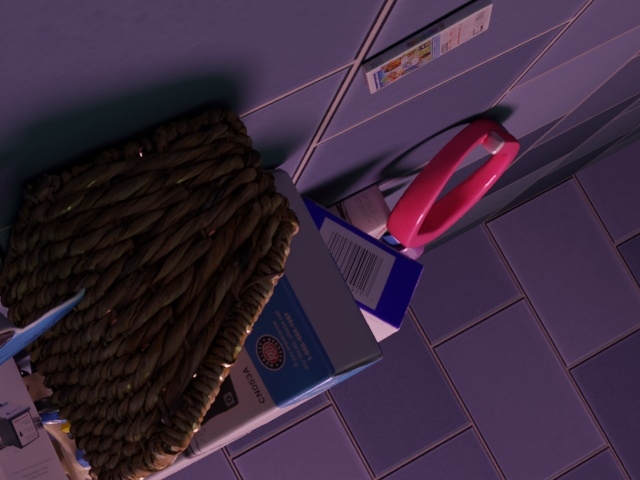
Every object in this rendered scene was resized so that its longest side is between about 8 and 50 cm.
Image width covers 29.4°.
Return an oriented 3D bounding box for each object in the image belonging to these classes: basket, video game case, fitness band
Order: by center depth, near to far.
[{"bbox_3d":[-0.115,0.055,0.993,0.213,0.223,0.299,-26,172,-25],"label":"basket"},{"bbox_3d":[0.093,-0.170,1.067,0.122,0.011,0.087,-29,174,2],"label":"video game case"},{"bbox_3d":[0.190,-0.078,1.722,0.209,0.054,0.291,-50,167,15],"label":"fitness band"}]

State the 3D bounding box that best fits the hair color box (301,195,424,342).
[{"bbox_3d":[-0.024,0.079,1.641,0.339,0.185,0.110,-40,-158,59],"label":"hair color box"}]

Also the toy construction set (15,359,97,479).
[{"bbox_3d":[-0.280,0.201,1.520,0.215,0.151,0.327,7,144,-41],"label":"toy construction set"}]

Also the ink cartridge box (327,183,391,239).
[{"bbox_3d":[0.022,-0.010,1.749,0.150,0.063,0.109,-26,172,-16],"label":"ink cartridge box"}]

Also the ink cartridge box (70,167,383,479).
[{"bbox_3d":[-0.128,0.099,1.255,0.307,0.223,0.129,-32,172,26],"label":"ink cartridge box"}]

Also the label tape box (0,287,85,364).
[{"bbox_3d":[-0.352,0.089,0.749,0.249,0.115,0.347,-33,175,35],"label":"label tape box"}]

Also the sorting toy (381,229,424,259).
[{"bbox_3d":[-0.007,0.076,1.868,0.365,0.127,0.126,-42,131,6],"label":"sorting toy"}]

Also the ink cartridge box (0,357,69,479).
[{"bbox_3d":[-0.386,0.243,1.418,0.139,0.191,0.082,-35,170,39],"label":"ink cartridge box"}]
